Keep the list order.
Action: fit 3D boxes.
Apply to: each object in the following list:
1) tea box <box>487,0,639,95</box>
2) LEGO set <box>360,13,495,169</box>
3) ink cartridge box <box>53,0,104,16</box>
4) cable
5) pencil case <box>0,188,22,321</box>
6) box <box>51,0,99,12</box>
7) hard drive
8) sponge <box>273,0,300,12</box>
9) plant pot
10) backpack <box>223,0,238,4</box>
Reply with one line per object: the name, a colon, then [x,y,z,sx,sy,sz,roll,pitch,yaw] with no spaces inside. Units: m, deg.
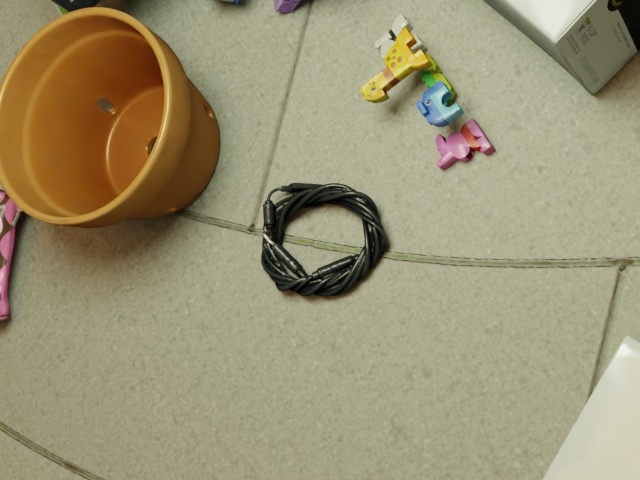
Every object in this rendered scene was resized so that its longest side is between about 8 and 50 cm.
tea box: [0.291,-0.409,1.184,0.323,0.220,0.329,-47,65,12]
LEGO set: [0.113,-0.185,1.306,0.093,0.087,0.227,-36,66,16]
ink cartridge box: [-0.294,-0.441,1.544,0.255,0.097,0.189,-38,67,16]
cable: [0.000,0.000,1.350,0.184,0.047,0.150,7,84,26]
pencil case: [-0.501,0.025,1.567,0.098,0.095,0.209,4,85,11]
box: [-0.271,-0.540,1.423,0.395,0.097,0.318,-42,49,13]
hard drive: [0.417,0.266,1.103,0.307,0.040,0.203,31,95,27]
sponge: [-0.032,-0.392,1.359,0.031,0.210,0.117,-6,83,-18]
plant pot: [-0.275,-0.147,1.421,0.291,0.203,0.291,-5,78,24]
backpack: [-0.124,-0.392,1.446,0.084,0.105,0.114,7,119,-11]
